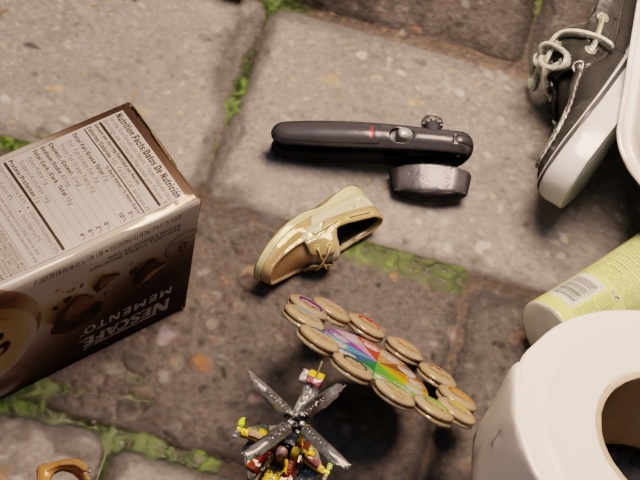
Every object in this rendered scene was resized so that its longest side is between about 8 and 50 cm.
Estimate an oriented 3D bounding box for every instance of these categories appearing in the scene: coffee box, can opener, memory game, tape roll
[{"bbox_3d":[-0.254,0.030,1.529,0.297,0.168,0.119,-26,63,-25],"label":"coffee box"},{"bbox_3d":[0.047,-0.085,1.721,0.186,0.059,0.073,9,55,-3],"label":"can opener"},{"bbox_3d":[0.049,0.096,1.549,0.186,0.012,0.186,30,12,-7],"label":"memory game"},{"bbox_3d":[0.266,0.190,1.506,0.286,0.100,0.286,12,45,-12],"label":"tape roll"}]

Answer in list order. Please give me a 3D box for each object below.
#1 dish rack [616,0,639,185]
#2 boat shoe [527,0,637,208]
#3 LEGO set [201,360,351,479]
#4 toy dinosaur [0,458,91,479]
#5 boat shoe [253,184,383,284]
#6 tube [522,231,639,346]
[{"bbox_3d":[0.413,-0.138,1.747,0.285,0.072,0.333,29,53,-19],"label":"dish rack"},{"bbox_3d":[0.247,-0.155,1.767,0.105,0.113,0.306,29,56,6],"label":"boat shoe"},{"bbox_3d":[0.015,0.261,1.396,0.331,0.192,0.255,39,59,17],"label":"LEGO set"},{"bbox_3d":[-0.232,0.208,1.472,0.112,0.064,0.211,-27,63,-23],"label":"toy dinosaur"},{"bbox_3d":[0.000,0.000,1.661,0.045,0.050,0.135,39,58,23],"label":"boat shoe"},{"bbox_3d":[0.283,0.035,1.684,0.240,0.062,0.070,-28,108,-30],"label":"tube"}]
